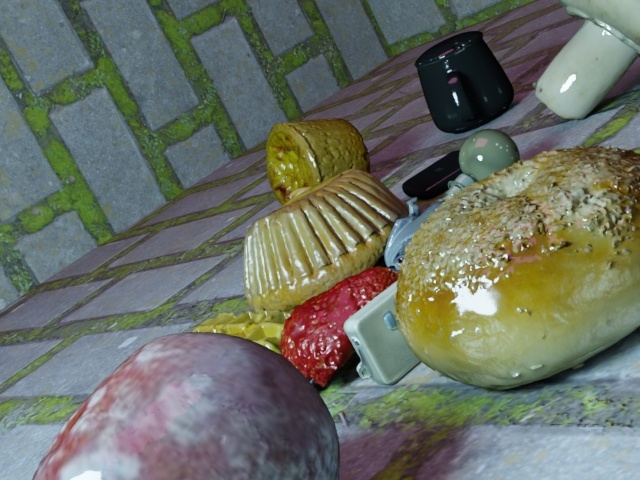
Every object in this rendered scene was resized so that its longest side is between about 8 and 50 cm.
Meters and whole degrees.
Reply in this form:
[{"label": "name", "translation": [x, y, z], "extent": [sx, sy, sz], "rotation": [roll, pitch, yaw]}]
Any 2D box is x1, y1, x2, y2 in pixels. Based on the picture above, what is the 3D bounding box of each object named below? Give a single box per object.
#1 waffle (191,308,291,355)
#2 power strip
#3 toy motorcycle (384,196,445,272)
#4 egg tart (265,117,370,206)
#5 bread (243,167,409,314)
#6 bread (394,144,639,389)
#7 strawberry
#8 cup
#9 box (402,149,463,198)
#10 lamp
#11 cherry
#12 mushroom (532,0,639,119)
[{"label": "waffle", "translation": [-0.142, 0.166, 1.332], "extent": [0.219, 0.057, 0.229], "rotation": [-37, 17, -34]}, {"label": "power strip", "translation": [0.106, 0.075, 1.125], "extent": [0.192, 0.081, 0.035], "rotation": [-35, 15, -30]}, {"label": "toy motorcycle", "translation": [0.181, -0.013, 1.275], "extent": [0.270, 0.106, 0.159], "rotation": [-32, 19, -3]}, {"label": "egg tart", "translation": [0.002, -0.140, 1.981], "extent": [0.147, 0.202, 0.202], "rotation": [-18, 7, -26]}, {"label": "bread", "translation": [0.000, 0.000, 1.494], "extent": [0.274, 0.149, 0.274], "rotation": [-30, 7, 4]}, {"label": "bread", "translation": [0.207, 0.011, 1.002], "extent": [0.305, 0.159, 0.305], "rotation": [-27, 12, 6]}, {"label": "strawberry", "translation": [0.022, 0.089, 1.171], "extent": [0.187, 0.082, 0.146], "rotation": [-42, 15, 4]}, {"label": "cup", "translation": [0.277, -0.305, 2.039], "extent": [0.169, 0.176, 0.223], "rotation": [-21, 14, 16]}, {"label": "box", "translation": [0.204, -0.108, 1.765], "extent": [0.125, 0.027, 0.126], "rotation": [-32, 15, -8]}, {"label": "lamp", "translation": [0.225, -0.091, 1.555], "extent": [0.163, 0.091, 0.091], "rotation": [-49, 18, -14]}, {"label": "cherry", "translation": [-0.099, 0.183, 0.850], "extent": [0.285, 0.213, 0.236], "rotation": [-38, -11, -45]}, {"label": "mushroom", "translation": [0.488, -0.341, 1.673], "extent": [0.336, 0.314, 0.314], "rotation": [-55, 2, 23]}]
